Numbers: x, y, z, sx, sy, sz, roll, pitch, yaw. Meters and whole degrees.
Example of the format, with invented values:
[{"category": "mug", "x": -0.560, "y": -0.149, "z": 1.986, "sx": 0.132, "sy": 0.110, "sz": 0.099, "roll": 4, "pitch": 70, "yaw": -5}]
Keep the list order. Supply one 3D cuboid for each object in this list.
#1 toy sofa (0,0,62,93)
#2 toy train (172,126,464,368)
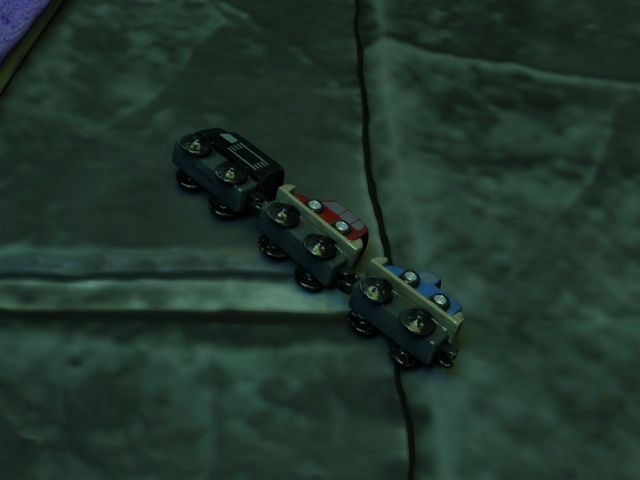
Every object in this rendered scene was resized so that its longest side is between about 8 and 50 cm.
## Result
[{"category": "toy sofa", "x": -0.201, "y": -0.168, "z": 0.558, "sx": 0.177, "sy": 0.150, "sz": 0.363, "roll": 15, "pitch": 49, "yaw": 8}, {"category": "toy train", "x": 0.000, "y": 0.000, "z": 0.520, "sx": 0.158, "sy": 0.027, "sz": 0.036, "roll": 39, "pitch": 44, "yaw": 25}]
